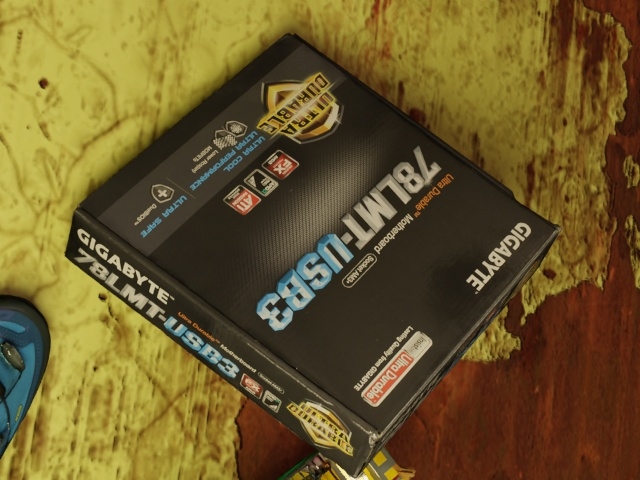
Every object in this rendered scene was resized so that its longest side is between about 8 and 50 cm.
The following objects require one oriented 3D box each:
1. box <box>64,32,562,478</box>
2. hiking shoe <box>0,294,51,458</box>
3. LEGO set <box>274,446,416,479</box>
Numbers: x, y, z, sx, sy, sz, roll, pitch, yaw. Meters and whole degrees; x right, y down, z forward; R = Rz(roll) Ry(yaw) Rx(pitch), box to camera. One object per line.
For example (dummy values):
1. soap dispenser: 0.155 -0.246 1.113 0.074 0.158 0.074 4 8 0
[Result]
1. box: 0.000 0.000 1.305 0.293 0.073 0.295 36 50 13
2. hiking shoe: -0.261 0.161 1.104 0.113 0.132 0.304 52 54 -30
3. LEGO set: -0.033 0.305 1.238 0.192 0.255 0.331 52 36 5
